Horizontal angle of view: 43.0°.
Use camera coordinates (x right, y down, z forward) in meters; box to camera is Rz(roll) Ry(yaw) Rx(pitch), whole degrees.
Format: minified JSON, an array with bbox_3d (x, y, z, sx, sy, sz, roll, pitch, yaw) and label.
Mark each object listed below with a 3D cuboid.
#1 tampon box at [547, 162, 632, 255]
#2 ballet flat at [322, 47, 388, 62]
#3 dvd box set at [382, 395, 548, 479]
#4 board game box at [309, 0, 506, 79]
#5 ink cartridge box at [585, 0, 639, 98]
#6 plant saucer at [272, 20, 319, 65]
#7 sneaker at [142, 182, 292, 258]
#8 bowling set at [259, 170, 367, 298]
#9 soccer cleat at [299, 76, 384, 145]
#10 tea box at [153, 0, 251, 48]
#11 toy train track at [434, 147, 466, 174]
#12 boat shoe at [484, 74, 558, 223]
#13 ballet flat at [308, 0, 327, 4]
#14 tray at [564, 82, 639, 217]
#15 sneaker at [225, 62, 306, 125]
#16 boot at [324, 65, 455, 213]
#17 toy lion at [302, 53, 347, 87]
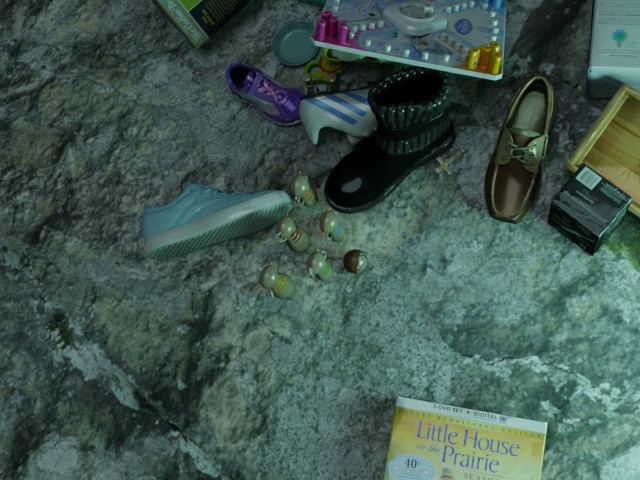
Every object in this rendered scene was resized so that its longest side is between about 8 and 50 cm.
[{"bbox_3d":[0.537,-0.059,1.632,0.120,0.161,0.101,41,87,19],"label":"tampon box"},{"bbox_3d":[0.116,-0.439,1.876,0.230,0.077,0.077,2,33,9],"label":"ballet flat"},{"bbox_3d":[0.265,0.539,1.590,0.307,0.062,0.421,8,77,16],"label":"dvd box set"},{"bbox_3d":[0.205,-0.490,1.739,0.389,0.050,0.390,12,41,4],"label":"board game box"},{"bbox_3d":[0.716,-0.505,1.715,0.269,0.151,0.396,5,78,16],"label":"ink cartridge box"},{"bbox_3d":[-0.057,-0.475,1.972,0.119,0.021,0.119,-4,74,13],"label":"plant saucer"},{"bbox_3d":[-0.249,-0.078,1.852,0.365,0.135,0.150,-16,75,8],"label":"sneaker"},{"bbox_3d":[0.000,0.000,1.756,0.199,0.154,0.287,9,78,17],"label":"bowling set"},{"bbox_3d":[0.118,-0.293,1.845,0.331,0.116,0.143,-7,98,8],"label":"soccer cleat"},{"bbox_3d":[-0.301,-0.701,1.909,0.323,0.329,0.220,-41,52,0],"label":"tea box"},{"bbox_3d":[0.289,-0.178,1.801,0.083,0.014,0.048,-38,87,-5],"label":"toy train track"},{"bbox_3d":[0.421,-0.201,1.723,0.122,0.120,0.324,11,78,17],"label":"boat shoe"},{"bbox_3d":[0.060,-0.599,1.938,0.316,0.107,0.106,30,66,19],"label":"ballet flat"},{"bbox_3d":[0.720,-0.116,1.614,0.411,0.076,0.203,40,112,21],"label":"tray"},{"bbox_3d":[-0.133,-0.352,1.915,0.236,0.104,0.095,28,82,18],"label":"sneaker"},{"bbox_3d":[0.133,-0.214,1.724,0.348,0.260,0.131,-38,70,1],"label":"boot"},{"bbox_3d":[0.013,-0.411,1.934,0.100,0.034,0.096,5,69,16],"label":"toy lion"}]
